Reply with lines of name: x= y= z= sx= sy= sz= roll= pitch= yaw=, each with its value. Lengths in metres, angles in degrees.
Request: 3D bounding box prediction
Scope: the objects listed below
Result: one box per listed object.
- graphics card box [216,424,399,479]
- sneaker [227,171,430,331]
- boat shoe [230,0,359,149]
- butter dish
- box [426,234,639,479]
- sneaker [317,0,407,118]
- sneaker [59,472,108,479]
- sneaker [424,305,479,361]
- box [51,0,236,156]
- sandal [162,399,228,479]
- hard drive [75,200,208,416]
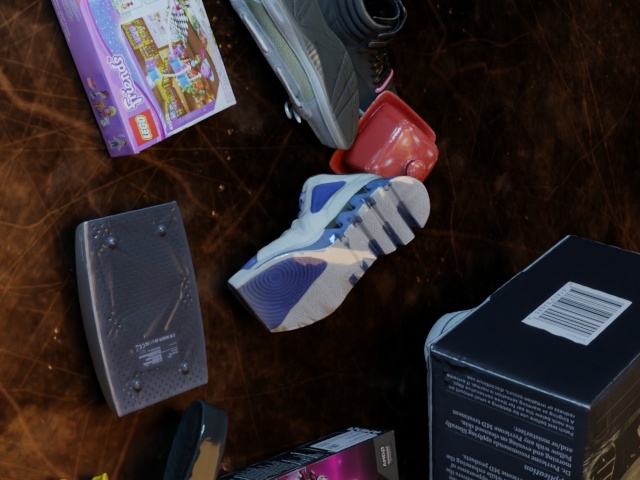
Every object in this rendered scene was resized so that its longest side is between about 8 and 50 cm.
graphics card box: x=-0.026 y=0.432 z=1.669 sx=0.371 sy=0.094 sz=0.233 roll=-10 pitch=96 yaw=-47
sneaker: x=0.001 y=-0.001 z=1.694 sx=0.315 sy=0.182 sz=0.127 roll=-36 pitch=116 yaw=-9
boat shoe: x=-0.034 y=-0.272 z=1.694 sx=0.320 sy=0.103 sz=0.118 roll=59 pitch=38 yaw=-34
butter dish: x=0.125 y=-0.131 z=1.803 sx=0.160 sy=0.118 sz=0.160 roll=37 pitch=90 yaw=-40
box: x=0.428 y=0.317 z=1.931 sx=0.480 sy=0.297 sz=0.472 roll=-32 pitch=130 yaw=-42
sneaker: x=0.083 y=-0.298 z=1.771 sx=0.296 sy=0.147 sz=0.104 roll=54 pitch=51 yaw=-32
sneaker: x=-0.330 y=0.335 z=1.386 sx=0.175 sy=0.064 sz=0.067 roll=-13 pitch=78 yaw=-51
sneaker: x=0.285 y=0.163 z=2.006 sx=0.258 sy=0.091 sz=0.094 roll=-25 pitch=107 yaw=-44
box: x=-0.241 y=-0.282 z=1.491 sx=0.201 sy=0.057 sz=0.293 roll=-34 pitch=113 yaw=-43
sandal: x=-0.229 y=0.415 z=1.437 sx=0.107 sy=0.167 sz=0.446 roll=21 pitch=64 yaw=-18
hard drive: x=-0.239 y=0.087 z=1.483 sx=0.172 sy=0.054 sz=0.255 roll=-17 pitch=101 yaw=-46
